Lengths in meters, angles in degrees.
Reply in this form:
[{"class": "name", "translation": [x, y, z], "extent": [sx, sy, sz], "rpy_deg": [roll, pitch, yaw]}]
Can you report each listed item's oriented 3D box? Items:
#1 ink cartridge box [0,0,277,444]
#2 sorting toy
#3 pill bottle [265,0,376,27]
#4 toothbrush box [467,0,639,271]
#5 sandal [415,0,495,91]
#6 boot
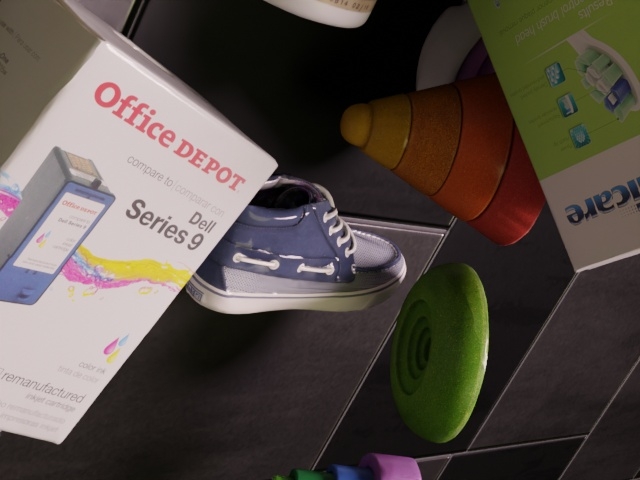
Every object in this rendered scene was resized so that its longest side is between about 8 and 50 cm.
[{"class": "ink cartridge box", "translation": [-0.149, -0.009, 0.574], "extent": [0.212, 0.093, 0.154], "rpy_deg": [-52, 143, 3]}, {"class": "sorting toy", "translation": [0.042, 0.047, 0.730], "extent": [0.126, 0.127, 0.365], "rpy_deg": [10, 110, -15]}, {"class": "pill bottle", "translation": [0.015, -0.206, 0.557], "extent": [0.094, 0.094, 0.169], "rpy_deg": [1, 122, -46]}, {"class": "toothbrush box", "translation": [0.205, -0.149, 0.639], "extent": [0.206, 0.283, 0.122], "rpy_deg": [-16, 174, -36]}, {"class": "sandal", "translation": [0.252, -0.187, 0.808], "extent": [0.416, 0.102, 0.169], "rpy_deg": [-38, 143, -13]}, {"class": "boot", "translation": [0.000, 0.000, 0.751], "extent": [0.190, 0.069, 0.086], "rpy_deg": [-6, 133, -42]}]
